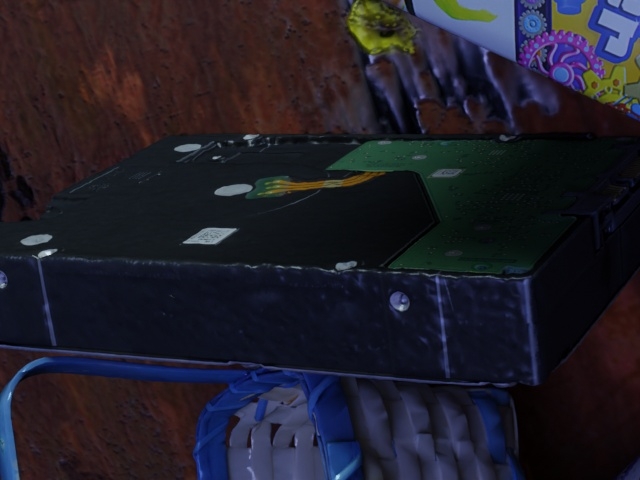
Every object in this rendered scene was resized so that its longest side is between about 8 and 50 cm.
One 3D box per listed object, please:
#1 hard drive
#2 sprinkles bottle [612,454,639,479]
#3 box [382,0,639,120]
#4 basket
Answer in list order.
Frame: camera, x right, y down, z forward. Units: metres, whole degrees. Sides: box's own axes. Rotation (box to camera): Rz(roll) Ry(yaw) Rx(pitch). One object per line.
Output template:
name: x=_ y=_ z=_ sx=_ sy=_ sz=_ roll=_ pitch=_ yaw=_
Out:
hard drive: x=0.000 y=0.000 z=0.852 sx=0.339 sy=0.237 sz=0.064 roll=1 pitch=110 yaw=27
sprinkles bottle: x=0.207 y=0.161 z=0.825 sx=0.121 sy=0.121 sz=0.355 roll=41 pitch=138 yaw=8
box: x=0.100 y=-0.214 z=0.679 sx=0.279 sy=0.290 sz=0.177 roll=28 pitch=120 yaw=16
basket: x=-0.027 y=0.189 z=0.836 sx=0.201 sy=0.289 sz=0.255 roll=-34 pitch=57 yaw=55
